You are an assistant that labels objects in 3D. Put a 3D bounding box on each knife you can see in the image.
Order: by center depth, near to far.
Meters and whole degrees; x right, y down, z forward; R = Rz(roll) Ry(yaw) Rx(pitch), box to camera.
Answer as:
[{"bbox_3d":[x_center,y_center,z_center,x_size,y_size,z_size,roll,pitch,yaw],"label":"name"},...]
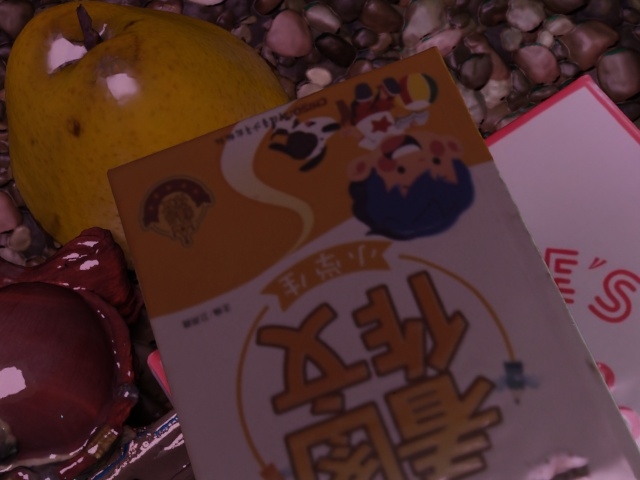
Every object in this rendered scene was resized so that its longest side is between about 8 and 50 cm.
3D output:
[{"bbox_3d":[-0.050,0.104,0.812,0.365,0.043,0.089,-39,103,-6],"label":"knife"}]

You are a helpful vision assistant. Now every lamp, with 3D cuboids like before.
[{"bbox_3d":[-0.232,0.099,0.773,0.215,0.151,0.223,1,34,8],"label":"lamp"}]

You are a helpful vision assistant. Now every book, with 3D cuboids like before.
[{"bbox_3d":[0.020,0.047,0.530,0.208,0.020,0.295,-21,63,-2],"label":"book"}]

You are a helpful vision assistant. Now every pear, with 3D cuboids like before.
[{"bbox_3d":[-0.152,-0.103,0.813,0.267,0.178,0.266,-1,78,4],"label":"pear"}]

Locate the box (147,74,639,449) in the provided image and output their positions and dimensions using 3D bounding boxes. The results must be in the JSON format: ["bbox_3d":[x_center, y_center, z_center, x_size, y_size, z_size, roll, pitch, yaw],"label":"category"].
[{"bbox_3d":[0.129,0.150,0.643,0.314,0.300,0.312,-33,65,-7],"label":"box"}]
